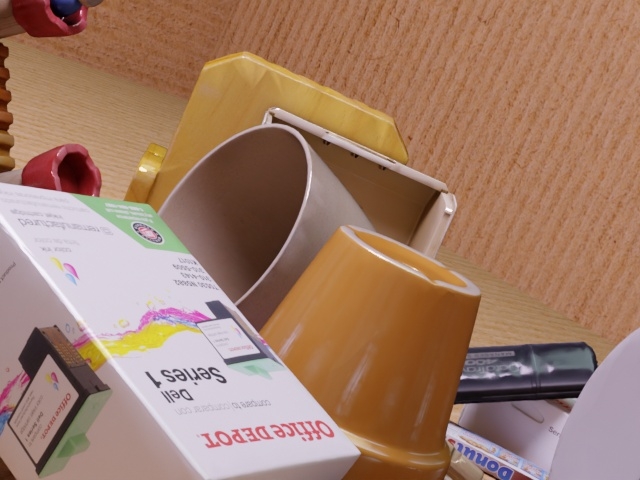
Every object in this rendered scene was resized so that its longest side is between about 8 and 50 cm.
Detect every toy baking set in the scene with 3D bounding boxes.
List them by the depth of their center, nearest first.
[{"bbox_3d":[0.136,0.219,1.206,0.197,0.030,0.256,39,3,-30],"label":"toy baking set"}]

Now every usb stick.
[{"bbox_3d":[0.186,0.157,1.423,0.278,0.045,0.077,-3,44,0],"label":"usb stick"}]

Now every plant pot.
[{"bbox_3d":[0.033,0.097,0.998,0.205,0.188,0.205,24,9,-4],"label":"plant pot"},{"bbox_3d":[-0.018,0.056,1.331,0.274,0.256,0.256,39,0,-33],"label":"plant pot"}]

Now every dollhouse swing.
[{"bbox_3d":[-0.073,-0.093,1.736,0.347,0.305,0.315,23,9,-8],"label":"dollhouse swing"}]

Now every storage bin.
[{"bbox_3d":[0.000,0.000,1.544,0.262,0.260,0.123,23,5,-8],"label":"storage bin"}]

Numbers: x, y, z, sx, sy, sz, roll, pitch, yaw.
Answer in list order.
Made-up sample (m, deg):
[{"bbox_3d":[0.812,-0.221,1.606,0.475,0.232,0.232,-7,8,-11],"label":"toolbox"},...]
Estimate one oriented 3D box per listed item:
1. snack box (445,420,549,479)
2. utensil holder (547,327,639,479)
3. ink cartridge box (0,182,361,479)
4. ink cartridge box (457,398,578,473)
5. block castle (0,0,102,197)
[{"bbox_3d":[0.181,0.240,1.390,0.178,0.022,0.064,27,8,12],"label":"snack box"},{"bbox_3d":[0.432,0.258,1.045,0.385,0.327,0.327,19,11,-20],"label":"utensil holder"},{"bbox_3d":[-0.132,0.097,0.856,0.278,0.117,0.201,47,18,24],"label":"ink cartridge box"},{"bbox_3d":[0.296,0.231,1.524,0.160,0.092,0.219,31,12,36],"label":"ink cartridge box"},{"bbox_3d":[-0.397,-0.181,1.210,0.213,0.303,0.453,-9,-9,26],"label":"block castle"}]
